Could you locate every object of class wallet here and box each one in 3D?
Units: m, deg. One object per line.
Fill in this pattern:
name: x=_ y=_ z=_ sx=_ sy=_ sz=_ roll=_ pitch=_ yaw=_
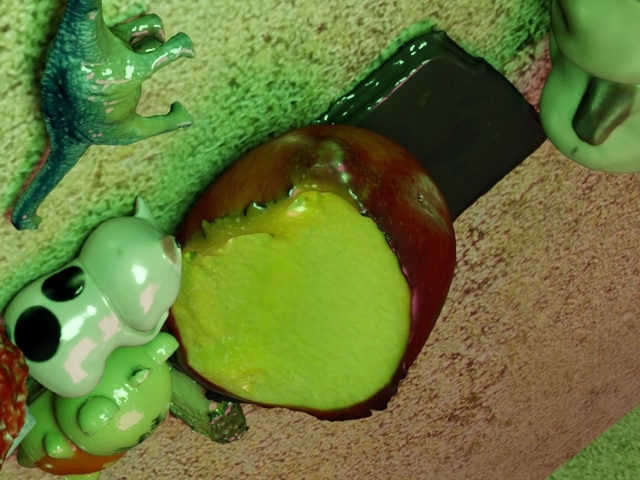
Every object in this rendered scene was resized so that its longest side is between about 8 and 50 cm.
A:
wallet: x=0.117 y=-0.107 z=1.968 sx=0.197 sy=0.051 sz=0.377 roll=-43 pitch=157 yaw=12

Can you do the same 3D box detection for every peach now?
peach: x=0.000 y=0.000 z=1.765 sx=0.361 sy=0.258 sz=0.201 roll=104 pitch=8 yaw=-48

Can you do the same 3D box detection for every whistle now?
whistle: x=-0.224 y=0.169 z=1.818 sx=0.131 sy=0.106 sz=0.288 roll=-48 pitch=-174 yaw=-36

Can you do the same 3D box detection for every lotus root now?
lotus root: x=-0.134 y=0.146 z=1.927 sx=0.070 sy=0.144 sz=0.143 roll=-31 pitch=148 yaw=-3

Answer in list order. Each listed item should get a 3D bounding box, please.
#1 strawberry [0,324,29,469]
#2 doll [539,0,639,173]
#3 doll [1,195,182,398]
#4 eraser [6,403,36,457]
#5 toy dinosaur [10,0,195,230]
strawberry: x=-0.318 y=0.101 z=1.517 sx=0.234 sy=0.234 sz=0.178 roll=-56 pitch=175 yaw=32
doll: x=0.317 y=-0.209 z=1.869 sx=0.370 sy=0.226 sz=0.215 roll=69 pitch=41 yaw=-59
doll: x=-0.199 y=0.055 z=1.690 sx=0.181 sy=0.110 sz=0.107 roll=-39 pitch=138 yaw=-3
eraser: x=-0.333 y=0.189 z=1.635 sx=0.046 sy=0.092 sz=0.212 roll=-12 pitch=-153 yaw=34
toy dinosaur: x=-0.170 y=-0.124 z=1.457 sx=0.147 sy=0.076 sz=0.363 roll=-23 pitch=156 yaw=-22
